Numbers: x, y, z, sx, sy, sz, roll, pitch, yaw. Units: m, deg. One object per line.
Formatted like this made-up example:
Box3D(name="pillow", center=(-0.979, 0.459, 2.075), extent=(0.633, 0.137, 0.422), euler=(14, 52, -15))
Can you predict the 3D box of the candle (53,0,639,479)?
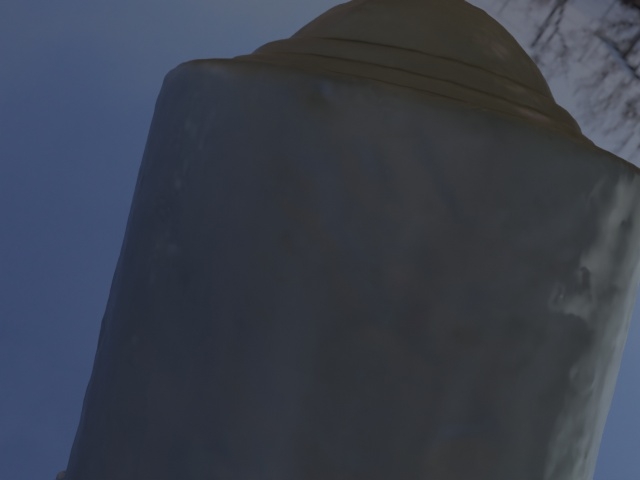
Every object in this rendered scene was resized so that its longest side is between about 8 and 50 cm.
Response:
Box3D(name="candle", center=(0.014, 0.042, 0.425), extent=(0.221, 0.342, 0.221), euler=(12, 180, 0))
